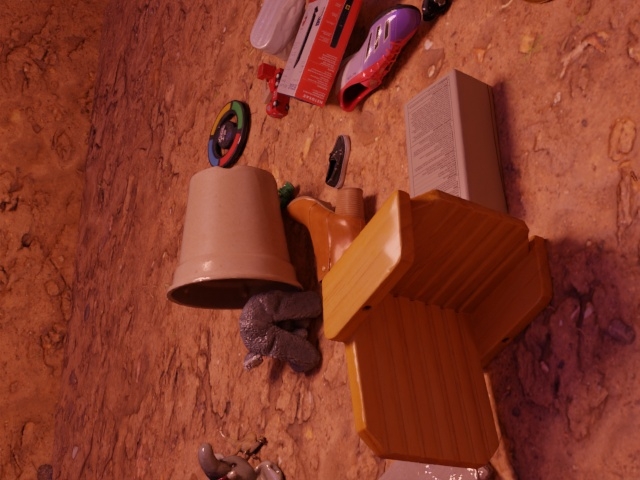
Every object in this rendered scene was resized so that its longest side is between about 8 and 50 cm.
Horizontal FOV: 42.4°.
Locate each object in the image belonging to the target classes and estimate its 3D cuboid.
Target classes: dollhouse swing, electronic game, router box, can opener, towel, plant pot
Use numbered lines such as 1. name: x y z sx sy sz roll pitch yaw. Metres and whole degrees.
1. dollhouse swing: 0.222 0.152 1.346 0.315 0.346 0.305 -52 38 30
2. electronic game: -0.295 -0.333 2.606 0.229 0.048 0.229 -29 53 48
3. router box: -0.004 -0.503 2.118 0.335 0.082 0.301 -132 62 -74
4. can opener: 0.266 -0.590 1.865 0.073 0.059 0.186 15 89 58
5. towel: 0.188 0.466 1.513 0.282 0.049 0.187 -53 36 14
6. plant pot: -0.217 -0.011 2.057 0.334 0.333 0.306 -25 63 50

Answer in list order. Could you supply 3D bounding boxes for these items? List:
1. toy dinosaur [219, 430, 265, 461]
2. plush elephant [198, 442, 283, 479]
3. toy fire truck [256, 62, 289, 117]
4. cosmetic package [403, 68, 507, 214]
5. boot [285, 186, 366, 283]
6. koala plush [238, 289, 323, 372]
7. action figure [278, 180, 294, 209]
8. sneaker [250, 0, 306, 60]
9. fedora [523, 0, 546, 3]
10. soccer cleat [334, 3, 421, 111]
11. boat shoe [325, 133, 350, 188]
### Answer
1. toy dinosaur: -0.196 0.531 2.103 0.183 0.053 0.093 -12 52 46
2. plush elephant: -0.241 0.601 1.940 0.271 0.330 0.255 -12 50 31
3. toy fire truck: -0.140 -0.440 2.420 0.135 0.047 0.192 -16 64 53
4. cosmetic package: 0.263 -0.162 1.638 0.160 0.113 0.310 -30 53 47
5. boot: 0.001 0.000 1.972 0.295 0.104 0.211 -14 68 53
6. koala plush: -0.128 0.220 2.012 0.221 0.203 0.196 149 129 -62
7. action figure: -0.148 -0.090 2.261 0.232 0.063 0.137 -38 23 35
8. sneaker: -0.073 -0.646 2.302 0.108 0.169 0.293 35 101 31
9. fedora: 0.425 -0.556 1.594 0.194 0.079 0.194 -30 53 48
10. soccer cleat: 0.136 -0.427 1.951 0.318 0.108 0.116 -39 46 48
11. boat shoe: 0.041 -0.200 2.052 0.049 0.040 0.142 -11 68 55
